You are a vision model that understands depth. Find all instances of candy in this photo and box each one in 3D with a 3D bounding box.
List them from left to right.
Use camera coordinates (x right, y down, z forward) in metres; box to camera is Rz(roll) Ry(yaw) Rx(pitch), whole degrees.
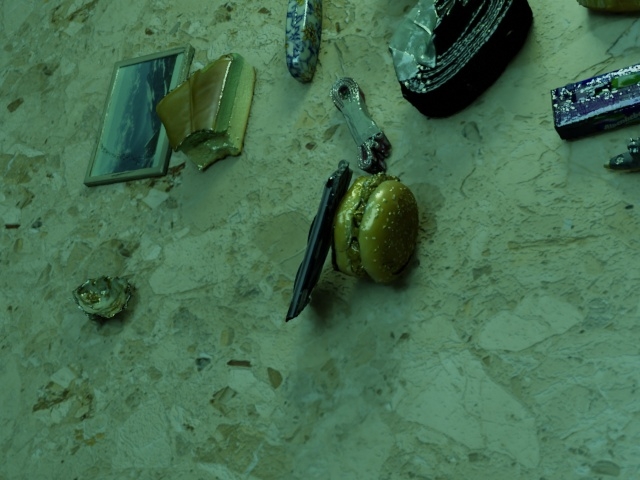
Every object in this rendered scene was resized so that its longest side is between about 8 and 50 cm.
[{"bbox_3d":[0.526,-0.241,1.522,0.312,0.061,0.088,-13,59,28],"label":"candy"}]

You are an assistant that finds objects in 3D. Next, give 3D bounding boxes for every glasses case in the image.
[{"bbox_3d":[-0.035,-0.451,1.993,0.065,0.087,0.248,-3,65,20],"label":"glasses case"}]

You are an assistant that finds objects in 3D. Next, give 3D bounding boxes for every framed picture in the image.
[{"bbox_3d":[-0.423,-0.290,2.219,0.247,0.022,0.335,-5,65,33],"label":"framed picture"}]

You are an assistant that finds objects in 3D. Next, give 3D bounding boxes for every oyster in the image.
[{"bbox_3d":[-0.467,0.123,2.020,0.177,0.056,0.105,2,57,34],"label":"oyster"}]

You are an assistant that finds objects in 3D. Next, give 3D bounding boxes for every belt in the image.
[{"bbox_3d":[0.078,-0.225,1.825,0.071,0.053,0.232,-32,53,16],"label":"belt"},{"bbox_3d":[0.244,-0.369,1.713,0.184,0.164,0.289,38,91,32],"label":"belt"}]

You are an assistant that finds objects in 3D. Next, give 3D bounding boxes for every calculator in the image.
[{"bbox_3d":[-0.001,0.000,1.653,0.028,0.166,0.274,19,108,6],"label":"calculator"}]

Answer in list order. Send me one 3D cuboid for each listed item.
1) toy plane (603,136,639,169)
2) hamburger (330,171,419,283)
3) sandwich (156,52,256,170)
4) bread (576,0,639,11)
[{"bbox_3d":[0.568,-0.143,1.416,0.316,0.103,0.204,-4,66,33],"label":"toy plane"},{"bbox_3d":[0.101,-0.025,1.633,0.117,0.182,0.191,11,65,21],"label":"hamburger"},{"bbox_3d":[-0.218,-0.271,2.015,0.220,0.108,0.186,-37,52,10],"label":"sandwich"},{"bbox_3d":[0.519,-0.458,1.606,0.190,0.114,0.132,9,62,28],"label":"bread"}]
